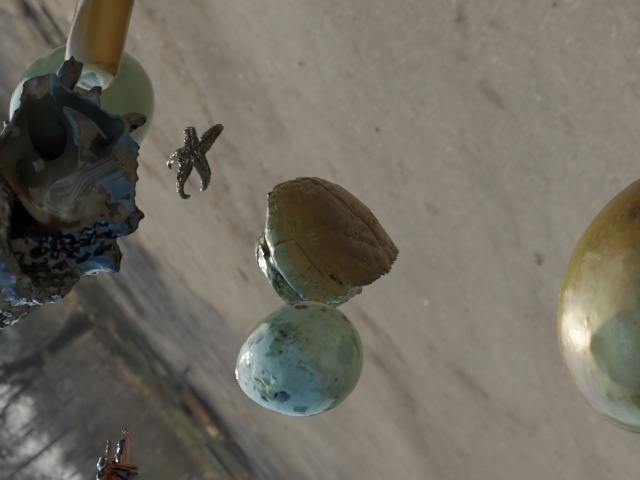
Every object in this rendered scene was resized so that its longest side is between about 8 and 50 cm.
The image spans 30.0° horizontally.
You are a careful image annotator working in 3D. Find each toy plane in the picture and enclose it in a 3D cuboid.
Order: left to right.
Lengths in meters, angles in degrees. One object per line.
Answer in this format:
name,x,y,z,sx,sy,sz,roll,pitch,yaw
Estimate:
toy plane,-0.241,0.301,1.424,0.062,0.135,0.188,12,156,2

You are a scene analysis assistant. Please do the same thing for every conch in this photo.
conch,-0.305,-0.038,1.149,0.186,0.313,0.240,38,168,38

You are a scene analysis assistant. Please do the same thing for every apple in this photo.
apple,0.406,0.063,1.232,0.319,0.319,0.277,123,151,-77

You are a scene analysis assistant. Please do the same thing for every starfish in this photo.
starfish,-0.132,-0.091,1.261,0.028,0.078,0.091,37,-155,-45

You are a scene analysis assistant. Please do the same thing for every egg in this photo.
egg,-0.370,-0.207,1.869,0.203,0.203,0.282,52,-154,-3
egg,-0.028,0.136,1.332,0.164,0.131,0.131,-30,101,35

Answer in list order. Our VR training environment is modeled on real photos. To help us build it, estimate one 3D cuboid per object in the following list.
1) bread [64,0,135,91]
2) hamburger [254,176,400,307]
bread,-0.287,-0.318,1.585,0.074,0.239,0.092,14,161,-17
hamburger,0.000,0.000,1.818,0.211,0.132,0.309,50,-157,4
